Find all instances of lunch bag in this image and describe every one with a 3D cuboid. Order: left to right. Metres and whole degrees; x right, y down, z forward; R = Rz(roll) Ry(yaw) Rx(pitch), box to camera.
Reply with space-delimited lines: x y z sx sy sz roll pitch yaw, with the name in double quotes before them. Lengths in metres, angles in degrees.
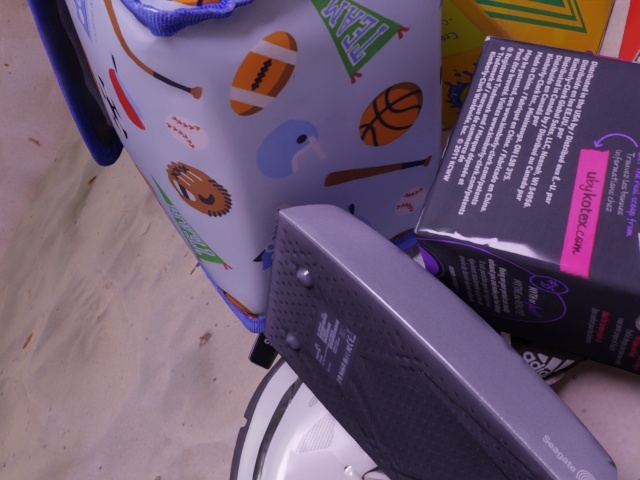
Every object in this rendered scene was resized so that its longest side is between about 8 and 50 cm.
"lunch bag" -0.096 -0.175 0.629 0.238 0.328 0.385 -28 56 -15

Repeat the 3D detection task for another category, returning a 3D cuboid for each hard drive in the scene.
"hard drive" 0.063 0.098 0.516 0.054 0.172 0.254 -33 63 -28

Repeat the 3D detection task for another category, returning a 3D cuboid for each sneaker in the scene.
"sneaker" 0.089 0.127 0.638 0.257 0.169 0.448 -14 49 49

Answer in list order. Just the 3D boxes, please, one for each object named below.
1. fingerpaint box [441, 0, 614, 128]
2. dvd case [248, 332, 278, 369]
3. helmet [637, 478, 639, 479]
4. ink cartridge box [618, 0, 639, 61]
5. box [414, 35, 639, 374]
"fingerpaint box" 0.025 -0.278 0.880 0.444 0.371 0.163 -1 62 53
"dvd case" 0.000 0.000 0.840 0.179 0.029 0.239 -67 -5 37
"helmet" 0.211 0.200 0.414 0.169 0.169 0.162 -35 60 30
"ink cartridge box" 0.348 -0.185 0.671 0.238 0.060 0.275 -6 58 49
"box" 0.214 -0.001 0.485 0.270 0.165 0.143 17 73 21
